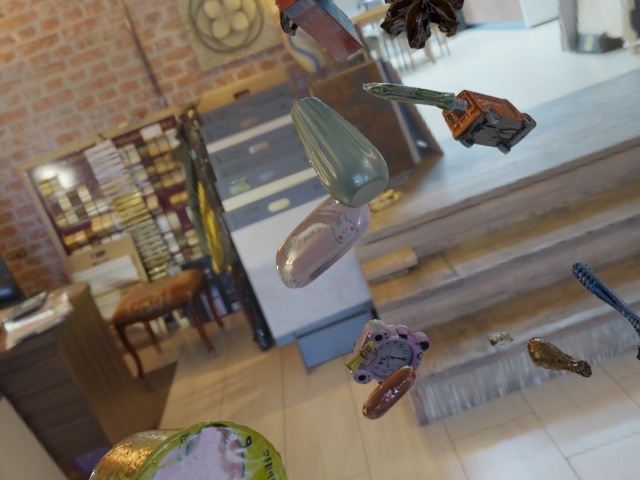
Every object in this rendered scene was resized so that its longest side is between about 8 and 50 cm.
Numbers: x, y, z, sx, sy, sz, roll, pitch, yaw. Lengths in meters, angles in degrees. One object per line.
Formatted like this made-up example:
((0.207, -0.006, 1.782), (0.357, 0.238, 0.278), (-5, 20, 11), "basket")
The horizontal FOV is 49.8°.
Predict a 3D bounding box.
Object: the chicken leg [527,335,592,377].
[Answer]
((0.691, 0.349, 2.023), (0.177, 0.083, 0.322), (22, -2, 15), "chicken leg")

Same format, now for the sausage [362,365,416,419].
((0.192, 0.427, 1.934), (0.194, 0.077, 0.077), (-46, 19, -1), "sausage")

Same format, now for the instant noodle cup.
((-0.249, 0.468, 1.197), (0.325, 0.325, 0.254), (-34, 14, -37), "instant noodle cup")

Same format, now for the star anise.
((0.231, -0.525, 1.535), (0.190, 0.220, 0.126), (-10, -19, 25), "star anise")

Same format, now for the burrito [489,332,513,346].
((0.604, 0.329, 2.310), (0.045, 0.041, 0.185), (-37, -22, 19), "burrito")

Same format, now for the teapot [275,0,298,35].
((-0.044, -0.680, 1.941), (0.173, 0.182, 0.269), (10, 66, 26), "teapot")

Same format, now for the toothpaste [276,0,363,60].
((-0.002, -0.450, 1.384), (0.066, 0.076, 0.320), (-26, -12, 18), "toothpaste")

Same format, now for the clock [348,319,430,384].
((0.236, 0.386, 2.337), (0.248, 0.227, 0.090), (12, 22, -21), "clock")

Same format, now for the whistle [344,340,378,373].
((0.129, 0.346, 2.022), (0.109, 0.057, 0.046), (-40, -7, -13), "whistle")

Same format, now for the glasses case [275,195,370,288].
((0.000, 0.000, 1.516), (0.075, 0.113, 0.297), (4, -36, -43), "glasses case")

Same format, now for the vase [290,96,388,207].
((0.029, -0.184, 1.376), (0.128, 0.248, 0.128), (-29, -23, -14), "vase")

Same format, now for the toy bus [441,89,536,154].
((0.546, -0.384, 2.213), (0.329, 0.153, 0.143), (0, -36, -42), "toy bus")

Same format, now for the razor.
((0.585, 0.128, 1.372), (0.042, 0.082, 0.253), (-6, 38, -20), "razor")

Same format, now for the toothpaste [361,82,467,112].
((0.217, -0.334, 1.594), (0.248, 0.046, 0.078), (9, 24, -3), "toothpaste")
